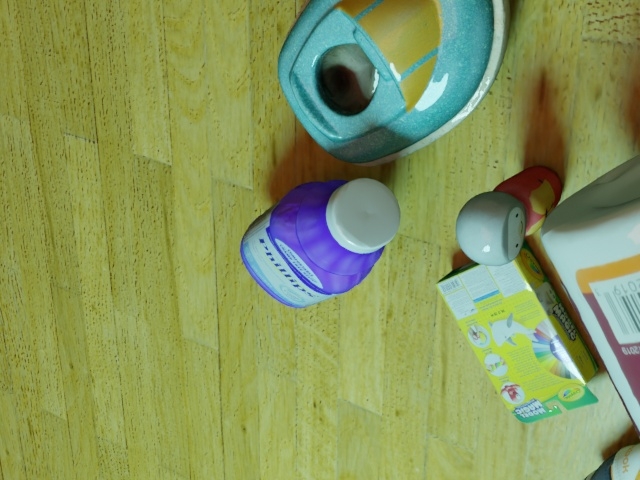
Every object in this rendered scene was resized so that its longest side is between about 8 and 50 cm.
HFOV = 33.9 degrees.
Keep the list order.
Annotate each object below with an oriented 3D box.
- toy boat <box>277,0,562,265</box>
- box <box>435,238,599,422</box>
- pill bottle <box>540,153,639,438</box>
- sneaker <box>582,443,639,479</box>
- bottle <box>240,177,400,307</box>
[{"bbox_3d":[0.099,-0.125,0.974,0.318,0.148,0.267,51,132,4],"label":"toy boat"},{"bbox_3d":[0.208,0.098,1.081,0.105,0.043,0.179,-27,93,42],"label":"box"},{"bbox_3d":[0.361,0.113,0.852,0.224,0.224,0.392,-22,99,41],"label":"pill bottle"},{"bbox_3d":[0.395,0.325,1.002,0.321,0.126,0.127,42,136,14],"label":"sneaker"},{"bbox_3d":[0.000,0.000,1.076,0.118,0.092,0.283,46,160,-6],"label":"bottle"}]
